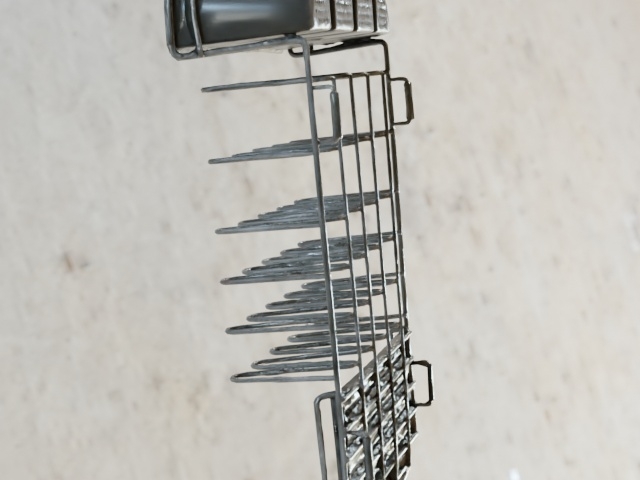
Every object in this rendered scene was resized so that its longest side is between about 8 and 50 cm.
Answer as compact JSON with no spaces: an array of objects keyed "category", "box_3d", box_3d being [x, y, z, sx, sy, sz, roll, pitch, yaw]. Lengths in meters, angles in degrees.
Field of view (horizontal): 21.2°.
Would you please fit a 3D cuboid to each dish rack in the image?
[{"category":"dish rack","box_3d":[0.000,0.000,0.826,0.208,0.074,0.271,-25,109,-75]}]
